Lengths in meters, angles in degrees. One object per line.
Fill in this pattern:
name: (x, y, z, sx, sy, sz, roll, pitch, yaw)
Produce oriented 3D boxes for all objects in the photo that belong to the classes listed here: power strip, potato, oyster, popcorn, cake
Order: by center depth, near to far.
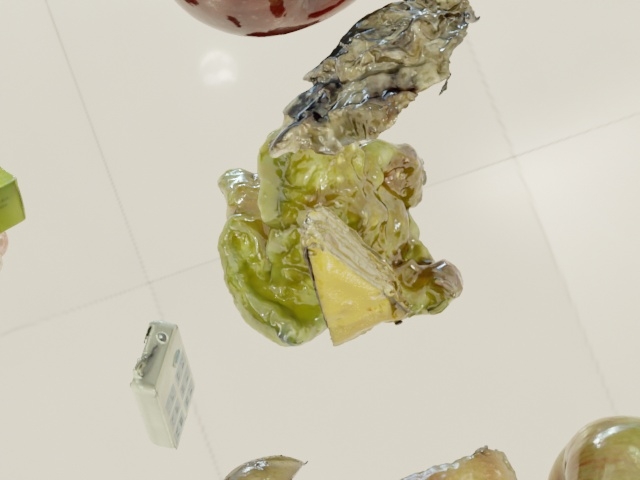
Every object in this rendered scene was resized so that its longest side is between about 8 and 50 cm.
oyster: (0.035, -0.097, 0.583, 0.051, 0.103, 0.148, 58, 43, -11)
potato: (-0.039, 0.153, 0.694, 0.036, 0.093, 0.037, 37, 113, 8)
power strip: (-0.164, 0.153, 1.131, 0.035, 0.192, 0.081, 13, 62, 6)
cake: (0.012, 0.042, 1.203, 0.185, 0.116, 0.079, 30, 41, -37)
popcorn: (-0.010, -0.005, 1.354, 0.321, 0.290, 0.325, 35, 63, -27)

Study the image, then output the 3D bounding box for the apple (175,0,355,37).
apple: (-0.037, -0.264, 0.785, 0.218, 0.218, 0.201, -32, 66, -17)

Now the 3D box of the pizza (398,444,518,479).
pizza: (0.090, 0.245, 0.792, 0.134, 0.271, 0.056, 8, 123, 7)

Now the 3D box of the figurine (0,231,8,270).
figurine: (-0.449, 0.043, 1.234, 0.200, 0.276, 0.133, -33, 117, 20)

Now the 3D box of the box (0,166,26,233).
box: (-0.457, -0.022, 1.087, 0.175, 0.062, 0.260, 33, 53, 30)

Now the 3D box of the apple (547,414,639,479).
apple: (0.349, 0.331, 1.212, 0.194, 0.261, 0.260, 15, 77, 5)
